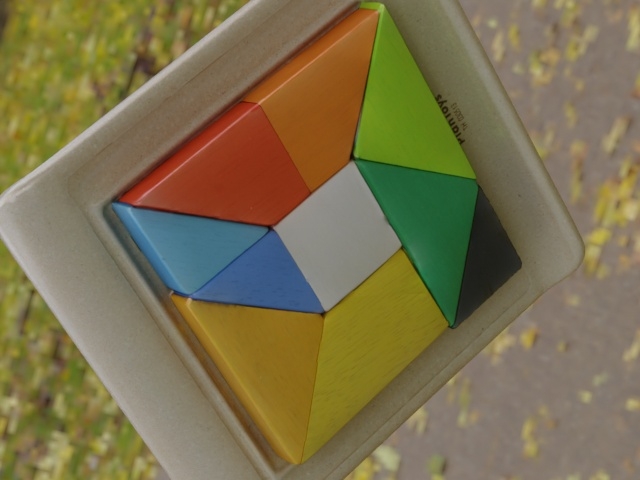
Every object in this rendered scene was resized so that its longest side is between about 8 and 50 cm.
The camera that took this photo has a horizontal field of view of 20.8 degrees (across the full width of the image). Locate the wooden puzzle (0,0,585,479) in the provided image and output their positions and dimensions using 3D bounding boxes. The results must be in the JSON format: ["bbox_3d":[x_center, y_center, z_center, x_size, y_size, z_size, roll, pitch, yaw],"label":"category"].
[{"bbox_3d":[0.000,0.000,0.814,0.239,0.221,0.044,-39,26,-15],"label":"wooden puzzle"}]
